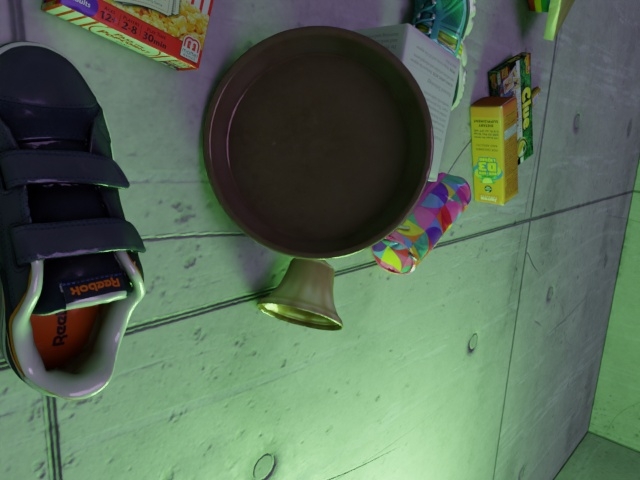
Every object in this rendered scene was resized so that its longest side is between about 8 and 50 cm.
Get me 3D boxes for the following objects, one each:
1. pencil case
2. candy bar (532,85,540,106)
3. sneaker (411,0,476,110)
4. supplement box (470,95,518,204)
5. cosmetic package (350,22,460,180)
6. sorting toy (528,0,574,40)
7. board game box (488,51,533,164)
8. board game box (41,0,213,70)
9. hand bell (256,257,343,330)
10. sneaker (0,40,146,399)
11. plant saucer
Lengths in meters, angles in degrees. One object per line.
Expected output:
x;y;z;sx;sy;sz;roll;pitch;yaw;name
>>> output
0.189;-0.036;0.921;0.236;0.105;0.104;-44;130;-33;pencil case
0.531;-0.349;1.270;0.161;0.018;0.040;-43;129;-32;candy bar
0.191;-0.345;0.837;0.110;0.107;0.275;-22;116;-32;sneaker
0.394;-0.200;1.116;0.080;0.078;0.233;-37;125;-36;supplement box
0.089;-0.193;0.723;0.152;0.151;0.183;4;99;-49;cosmetic package
0.544;-0.643;1.113;0.257;0.089;0.255;-57;152;-21;sorting toy
0.461;-0.300;1.187;0.136;0.030;0.259;-36;126;-28;board game box
-0.171;-0.289;0.487;0.147;0.045;0.193;10;93;-49;board game box
0.000;0.000;0.736;0.126;0.126;0.241;37;62;-47;hand bell
-0.227;-0.013;0.446;0.126;0.128;0.320;-12;108;-44;sneaker
-0.003;-0.115;0.607;0.041;0.278;0.277;-89;-171;-84;plant saucer
